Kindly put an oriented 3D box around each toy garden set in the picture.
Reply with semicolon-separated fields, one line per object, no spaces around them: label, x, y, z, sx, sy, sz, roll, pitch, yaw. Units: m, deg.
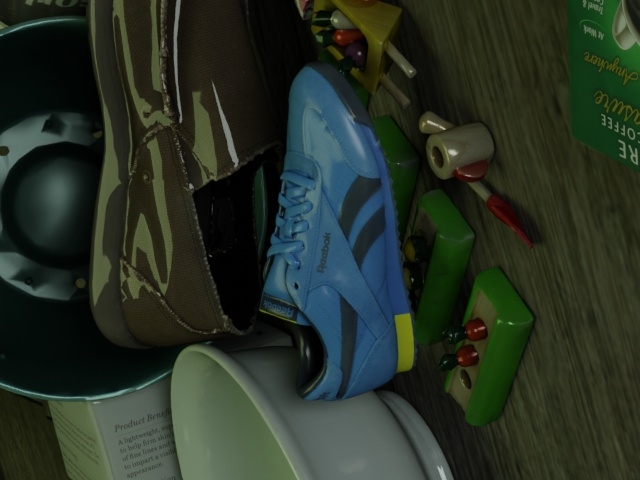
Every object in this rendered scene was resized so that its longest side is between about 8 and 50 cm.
toy garden set;0.047;-0.031;0.935;0.244;0.049;0.204;57;154;33

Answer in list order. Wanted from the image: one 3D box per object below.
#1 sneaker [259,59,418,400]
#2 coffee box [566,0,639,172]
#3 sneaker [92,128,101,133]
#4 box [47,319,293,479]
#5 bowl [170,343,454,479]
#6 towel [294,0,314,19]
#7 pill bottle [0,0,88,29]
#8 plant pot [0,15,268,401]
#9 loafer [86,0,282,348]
sneaker;0.000;0.000;0.904;0.069;0.082;0.209;32;136;62
coffee box;0.148;-0.114;0.638;0.113;0.040;0.184;37;139;56
sneaker;-0.269;-0.225;1.491;0.130;0.087;0.227;31;140;50
box;-0.127;0.145;1.310;0.182;0.181;0.119;15;120;65
bowl;0.011;0.195;1.084;0.298;0.134;0.298;48;147;45
towel;-0.008;-0.235;0.935;0.144;0.029;0.197;70;159;8
pill bottle;-0.207;-0.257;1.219;0.162;0.162;0.278;67;158;13
plant pot;-0.209;-0.027;1.258;0.235;0.293;0.293;-172;66;-77
loafer;-0.076;-0.093;1.064;0.130;0.134;0.366;12;110;25
